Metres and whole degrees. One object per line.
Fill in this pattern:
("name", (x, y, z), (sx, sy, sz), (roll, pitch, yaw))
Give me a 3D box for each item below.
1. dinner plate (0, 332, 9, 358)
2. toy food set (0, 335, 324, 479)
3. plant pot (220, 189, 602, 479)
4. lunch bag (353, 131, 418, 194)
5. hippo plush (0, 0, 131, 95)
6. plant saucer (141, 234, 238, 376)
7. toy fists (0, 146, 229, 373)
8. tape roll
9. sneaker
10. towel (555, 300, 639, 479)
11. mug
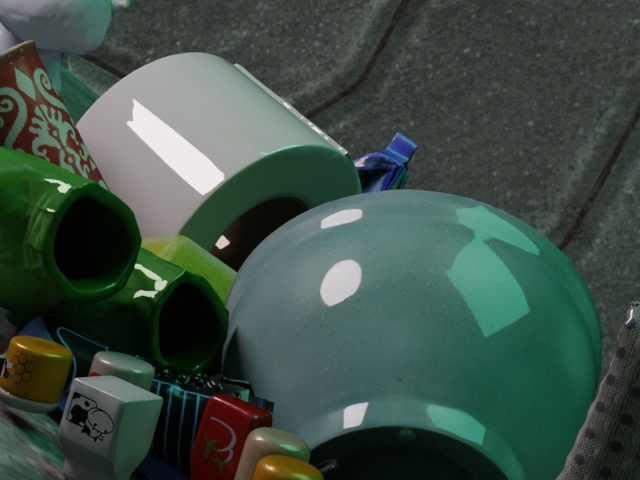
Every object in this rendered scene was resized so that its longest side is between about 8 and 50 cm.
("dinner plate", (-0.258, 0.034, 1.216), (0.141, 0.017, 0.141), (38, 4, -3))
("toy food set", (-0.095, 0.143, 1.134), (0.232, 0.104, 0.111), (21, 9, 27))
("plant pot", (0.061, 0.137, 1.383), (0.293, 0.293, 0.196), (38, 30, -19))
("lunch bag", (0.000, 0.000, 2.072), (0.138, 0.293, 0.221), (39, 4, 5))
("hippo plush", (-0.276, -0.171, 1.884), (0.234, 0.236, 0.294), (38, 4, -13))
("plant saucer", (-0.114, 0.050, 1.547), (0.188, 0.045, 0.188), (-6, -34, 47))
("toy fists", (-0.180, 0.019, 1.318), (0.142, 0.096, 0.279), (22, -13, 30))
("tape roll", (-0.106, -0.028, 1.748), (0.169, 0.246, 0.246), (40, 3, 33))
("sneaker", (-0.093, 0.114, 1.258), (0.232, 0.090, 0.081), (40, 3, -5))
("towel", (0.257, 0.236, 1.076), (0.312, 0.324, 0.056), (24, 17, 13))
("mug", (-0.252, -0.066, 1.622), (0.169, 0.113, 0.150), (59, -20, -4))
